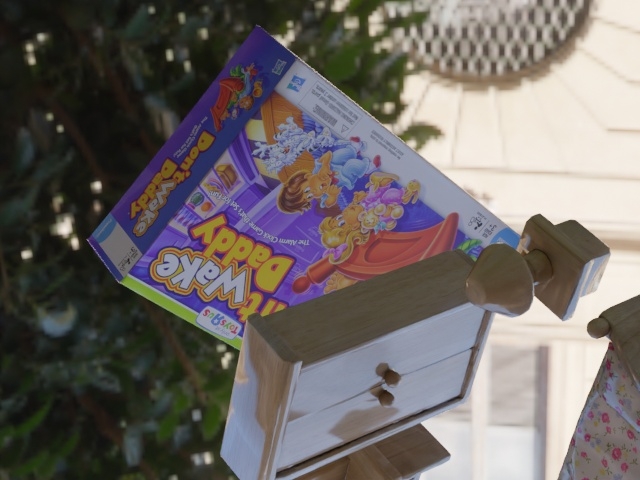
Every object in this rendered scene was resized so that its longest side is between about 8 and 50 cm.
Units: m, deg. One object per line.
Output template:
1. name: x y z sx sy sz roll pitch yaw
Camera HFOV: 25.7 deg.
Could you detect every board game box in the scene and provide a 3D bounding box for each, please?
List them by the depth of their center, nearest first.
1. board game box: 0.000 0.000 1.257 0.233 0.347 0.078 -51 -138 6

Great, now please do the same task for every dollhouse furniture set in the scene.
1. dollhouse furniture set: 0.112 0.181 0.793 0.174 0.303 0.355 -18 -133 -33
